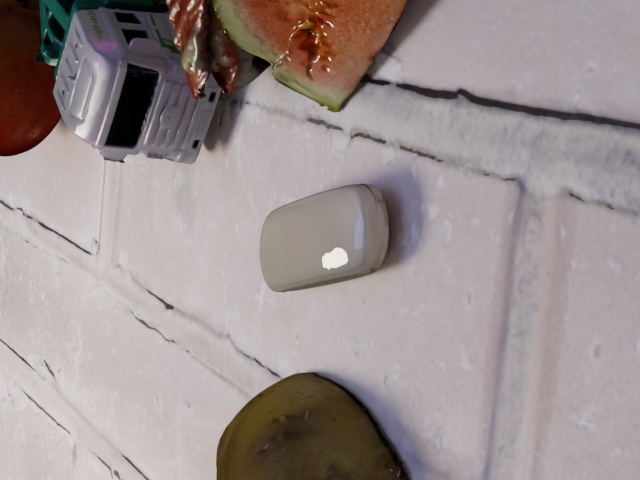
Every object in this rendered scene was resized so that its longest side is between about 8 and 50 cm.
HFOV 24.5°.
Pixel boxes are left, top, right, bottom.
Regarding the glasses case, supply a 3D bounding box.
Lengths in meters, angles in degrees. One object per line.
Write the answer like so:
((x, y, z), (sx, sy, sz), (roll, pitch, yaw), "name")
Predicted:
((0.000, 0.000, 1.299), (0.204, 0.051, 0.081), (-13, 79, 62), "glasses case")

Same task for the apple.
((-0.446, -0.233, 1.974), (0.234, 0.234, 0.234), (-3, 87, 62), "apple")

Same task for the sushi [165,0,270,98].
((-0.064, -0.290, 1.364), (0.124, 0.129, 0.332), (50, 137, 45), "sushi")

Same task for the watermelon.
((-0.024, -0.225, 1.195), (0.159, 0.128, 0.303), (66, 158, 16), "watermelon")

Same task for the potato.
((-0.031, 0.248, 1.300), (0.299, 0.115, 0.239), (-135, 47, -56), "potato")

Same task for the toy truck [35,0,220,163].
((-0.225, -0.236, 1.608), (0.363, 0.178, 0.177), (59, 139, 41), "toy truck")
